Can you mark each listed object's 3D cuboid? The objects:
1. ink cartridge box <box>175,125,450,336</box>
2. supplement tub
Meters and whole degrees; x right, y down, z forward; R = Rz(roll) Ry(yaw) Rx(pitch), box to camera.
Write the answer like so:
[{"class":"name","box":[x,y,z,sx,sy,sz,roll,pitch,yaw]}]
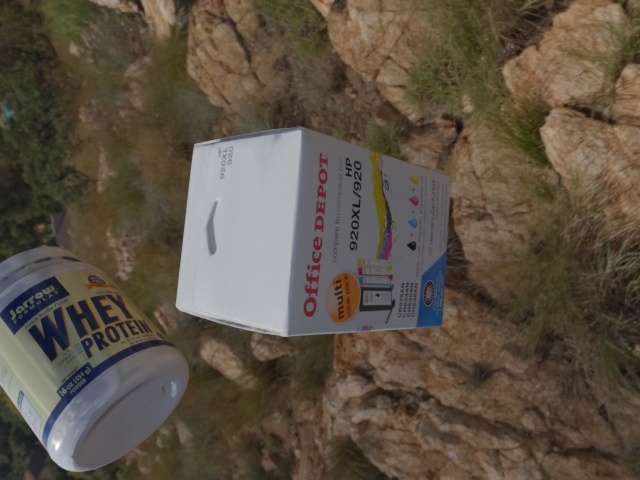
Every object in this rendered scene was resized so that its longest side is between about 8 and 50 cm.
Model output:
[{"class":"ink cartridge box","box":[0.000,0.000,0.520,0.168,0.232,0.172,2,86,44]},{"class":"supplement tub","box":[-0.405,0.183,0.841,0.324,0.235,0.236,38,129,22]}]
